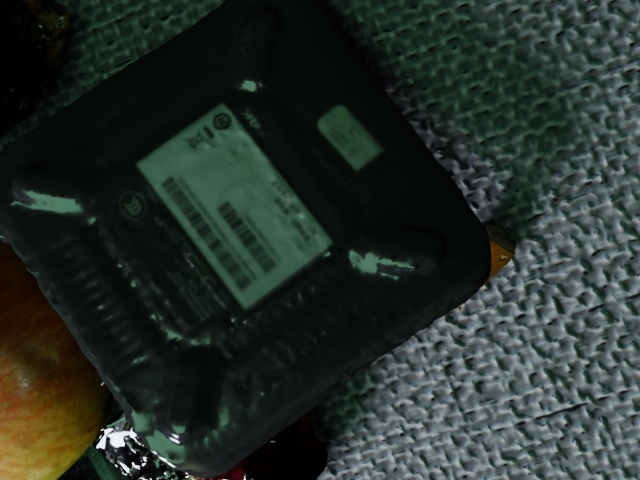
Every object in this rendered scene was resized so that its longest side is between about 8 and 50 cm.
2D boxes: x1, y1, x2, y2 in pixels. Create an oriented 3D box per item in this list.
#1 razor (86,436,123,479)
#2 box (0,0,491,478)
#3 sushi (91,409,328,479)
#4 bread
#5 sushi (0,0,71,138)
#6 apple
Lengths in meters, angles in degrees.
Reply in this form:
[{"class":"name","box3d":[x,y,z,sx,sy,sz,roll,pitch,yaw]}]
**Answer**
[{"class":"razor","box3d":[-0.196,0.248,1.666,0.084,0.036,0.211,-48,46,15]},{"class":"box","box3d":[-0.077,-0.018,1.477,0.350,0.091,0.359,-36,75,-3]},{"class":"sushi","box3d":[-0.082,0.201,1.590,0.172,0.153,0.150,-42,62,6]},{"class":"bread","box3d":[0.133,0.023,1.515,0.083,0.047,0.036,-46,51,23]},{"class":"sushi","box3d":[-0.427,-0.160,1.635,0.348,0.207,0.234,15,119,26]},{"class":"apple","box3d":[-0.332,0.110,1.613,0.301,0.301,0.301,5,104,22]}]
